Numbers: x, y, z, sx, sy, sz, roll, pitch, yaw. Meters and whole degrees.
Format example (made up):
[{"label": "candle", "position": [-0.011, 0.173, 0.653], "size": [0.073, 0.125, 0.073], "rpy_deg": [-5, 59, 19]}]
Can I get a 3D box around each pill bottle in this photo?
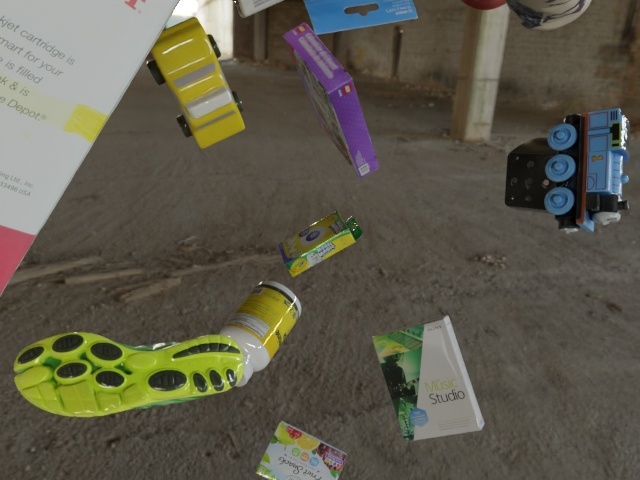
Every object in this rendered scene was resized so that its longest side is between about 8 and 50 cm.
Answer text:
[{"label": "pill bottle", "position": [-0.216, 0.304, 1.795], "size": [0.188, 0.187, 0.334], "rpy_deg": [13, 43, 24]}]

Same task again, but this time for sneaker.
[{"label": "sneaker", "position": [-0.257, 0.190, 0.755], "size": [0.296, 0.109, 0.123], "rpy_deg": [5, -26, -24]}]

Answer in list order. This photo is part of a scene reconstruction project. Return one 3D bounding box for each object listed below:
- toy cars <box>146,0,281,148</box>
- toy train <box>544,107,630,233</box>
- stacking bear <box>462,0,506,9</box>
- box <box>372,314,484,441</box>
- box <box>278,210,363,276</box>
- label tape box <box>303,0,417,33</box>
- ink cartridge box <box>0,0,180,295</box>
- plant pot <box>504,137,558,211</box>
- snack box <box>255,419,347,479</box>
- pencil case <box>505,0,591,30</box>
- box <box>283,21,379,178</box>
[{"label": "toy cars", "position": [-0.128, -0.295, 0.742], "size": [0.177, 0.393, 0.087], "rpy_deg": [7, 32, -34]}, {"label": "toy train", "position": [0.391, -0.101, 0.797], "size": [0.105, 0.184, 0.080], "rpy_deg": [-1, -12, 40]}, {"label": "stacking bear", "position": [0.403, -0.654, 1.176], "size": [0.175, 0.164, 0.289], "rpy_deg": [31, -15, 1]}, {"label": "box", "position": [0.304, 0.399, 1.570], "size": [0.232, 0.321, 0.058], "rpy_deg": [-21, -8, 27]}, {"label": "box", "position": [0.000, 0.000, 1.192], "size": [0.179, 0.043, 0.105], "rpy_deg": [-28, 28, 1]}, {"label": "label tape box", "position": [0.066, -0.627, 1.124], "size": [0.249, 0.347, 0.115], "rpy_deg": [-15, -2, -14]}, {"label": "ink cartridge box", "position": [-0.352, -0.172, 0.499], "size": [0.279, 0.384, 0.160], "rpy_deg": [29, 9, -46]}, {"label": "plant pot", "position": [0.536, -0.145, 1.283], "size": [0.167, 0.187, 0.188], "rpy_deg": [-8, 15, -36]}, {"label": "snack box", "position": [-0.035, 0.410, 1.009], "size": [0.141, 0.100, 0.037], "rpy_deg": [26, -13, 0]}, {"label": "pencil case", "position": [0.372, -0.480, 0.848], "size": [0.160, 0.183, 0.410], "rpy_deg": [48, 12, 14]}, {"label": "box", "position": [0.029, -0.288, 1.162], "size": [0.057, 0.293, 0.201], "rpy_deg": [-32, 59, -1]}]
